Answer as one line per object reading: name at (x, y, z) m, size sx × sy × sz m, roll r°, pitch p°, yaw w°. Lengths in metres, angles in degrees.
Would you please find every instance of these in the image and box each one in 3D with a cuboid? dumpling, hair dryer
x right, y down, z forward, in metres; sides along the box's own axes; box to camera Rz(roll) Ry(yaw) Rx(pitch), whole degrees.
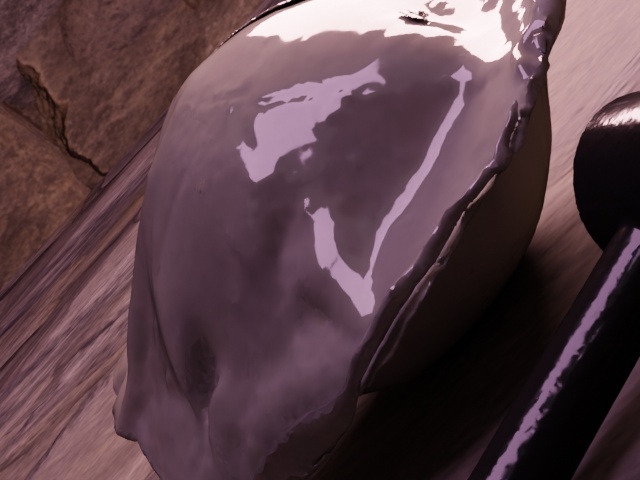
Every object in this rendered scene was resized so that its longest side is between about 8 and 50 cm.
dumpling at (-0.003, 0.001, 0.861) m, size 0.341 × 0.181 × 0.260 m, roll -17°, pitch 37°, yaw 27°
hair dryer at (0.093, 0.047, 0.626) m, size 0.248 × 0.070 × 0.114 m, roll -56°, pitch 13°, yaw -12°
